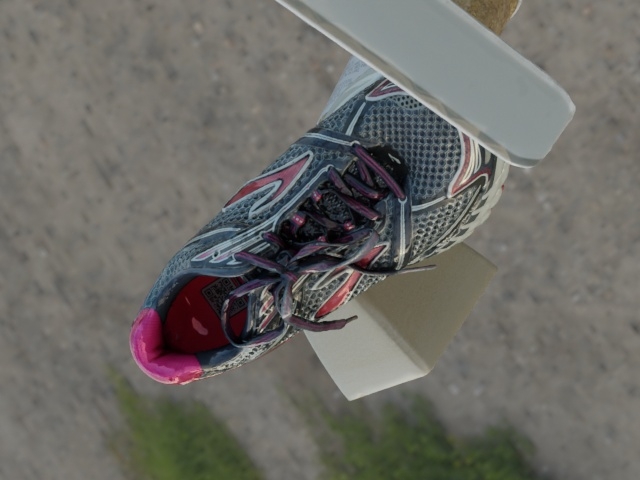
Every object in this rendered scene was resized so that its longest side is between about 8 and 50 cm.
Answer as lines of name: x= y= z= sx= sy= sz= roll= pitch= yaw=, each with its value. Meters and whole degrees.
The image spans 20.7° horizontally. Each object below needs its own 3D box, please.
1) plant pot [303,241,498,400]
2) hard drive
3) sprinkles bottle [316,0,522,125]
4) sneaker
plant pot: x=0.041 y=0.036 z=1.260 sx=0.096 sy=0.109 sz=0.109 roll=45 pitch=147 yaw=-12
hard drive: x=-0.034 y=-0.143 z=0.790 sx=0.203 sy=0.040 sz=0.307 roll=32 pitch=-173 yaw=-31
sprinkles bottle: x=0.080 y=-0.142 z=1.541 sx=0.121 sy=0.355 sz=0.121 roll=18 pitch=145 yaw=13
sneaker: x=0.000 y=0.000 z=1.091 sx=0.121 sy=0.112 sz=0.299 roll=49 pitch=123 yaw=2
